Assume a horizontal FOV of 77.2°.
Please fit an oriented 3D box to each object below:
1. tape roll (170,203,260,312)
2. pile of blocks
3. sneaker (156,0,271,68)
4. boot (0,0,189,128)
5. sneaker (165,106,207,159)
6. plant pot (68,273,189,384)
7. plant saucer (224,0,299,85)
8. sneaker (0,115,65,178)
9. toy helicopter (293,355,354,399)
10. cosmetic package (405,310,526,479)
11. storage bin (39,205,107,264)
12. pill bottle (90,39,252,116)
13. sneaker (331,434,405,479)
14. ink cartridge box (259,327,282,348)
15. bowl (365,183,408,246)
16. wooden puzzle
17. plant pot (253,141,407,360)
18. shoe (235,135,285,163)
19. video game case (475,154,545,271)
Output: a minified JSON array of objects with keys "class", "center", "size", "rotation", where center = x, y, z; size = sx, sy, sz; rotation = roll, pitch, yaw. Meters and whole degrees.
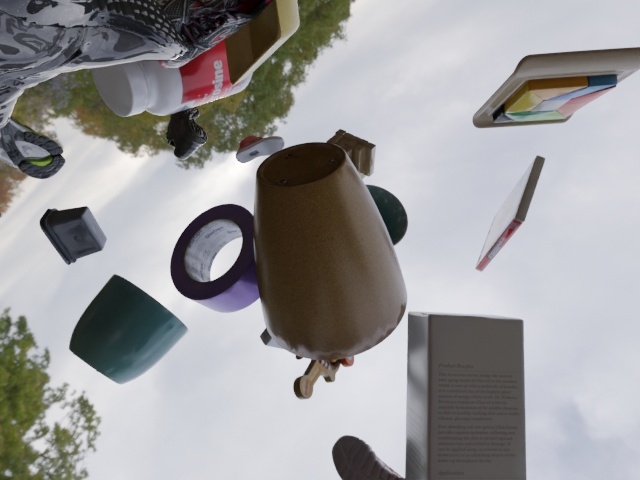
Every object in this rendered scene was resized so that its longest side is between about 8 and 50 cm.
[{"class":"tape roll","center":[-0.176,0.032,0.740],"size":[0.189,0.080,0.189],"rotation":[-11,-120,20]},{"class":"pile of blocks","center":[0.023,-0.127,1.050],"size":[0.112,0.149,0.362],"rotation":[-44,176,-30]},{"class":"sneaker","center":[-0.222,-0.462,0.810],"size":[0.112,0.121,0.299],"rotation":[31,-108,37]},{"class":"boot","center":[-0.315,-0.219,0.460],"size":[0.223,0.118,0.338],"rotation":[-34,-174,19]},{"class":"sneaker","center":[-0.475,-0.387,1.354],"size":[0.130,0.109,0.286],"rotation":[-42,-132,22]},{"class":"plant pot","center":[-0.593,0.283,1.211],"size":[0.293,0.293,0.235],"rotation":[7,-129,43]},{"class":"plant saucer","center":[-0.146,-0.572,0.929],"size":[0.081,0.333,0.333],"rotation":[-9,-173,-29]},{"class":"sneaker","center":[-0.658,-0.225,0.778],"size":[0.121,0.300,0.111],"rotation":[26,-106,18]},{"class":"toy helicopter","center":[-0.015,0.464,1.549],"size":[0.140,0.235,0.355],"rotation":[-20,-169,29]},{"class":"cosmetic package","center":[0.332,0.402,0.943],"size":[0.230,0.161,0.453],"rotation":[4,-97,-6]},{"class":"storage bin","center":[-0.595,-0.022,0.986],"size":[0.091,0.135,0.098],"rotation":[-14,-144,-4]},{"class":"pill bottle","center":[-0.406,-0.491,1.134],"size":[0.229,0.229,0.408],"rotation":[3,-149,41]},{"class":"sneaker","center":[0.175,0.713,1.174],"size":[0.124,0.180,0.321],"rotation":[-47,-140,-19]},{"class":"ink cartridge box","center":[-0.042,0.332,1.711],"size":[0.324,0.330,0.071],"rotation":[-54,-133,8]},{"class":"bowl","center":[0.194,-0.063,1.685],"size":[0.311,0.163,0.311],"rotation":[4,-118,-7]},{"class":"wooden puzzle","center":[0.442,-0.277,0.778],"size":[0.221,0.238,0.044],"rotation":[-3,-99,1]},{"class":"plant pot","center":[0.000,0.000,0.581],"size":[0.237,0.254,0.237],"rotation":[-8,-141,6]},{"class":"shoe","center":[-0.196,-0.316,1.310],"size":[0.178,0.063,0.081],"rotation":[-16,-133,20]},{"class":"video game case","center":[0.490,-0.059,1.052],"size":[0.025,0.285,0.204],"rotation":[24,-114,14]}]
